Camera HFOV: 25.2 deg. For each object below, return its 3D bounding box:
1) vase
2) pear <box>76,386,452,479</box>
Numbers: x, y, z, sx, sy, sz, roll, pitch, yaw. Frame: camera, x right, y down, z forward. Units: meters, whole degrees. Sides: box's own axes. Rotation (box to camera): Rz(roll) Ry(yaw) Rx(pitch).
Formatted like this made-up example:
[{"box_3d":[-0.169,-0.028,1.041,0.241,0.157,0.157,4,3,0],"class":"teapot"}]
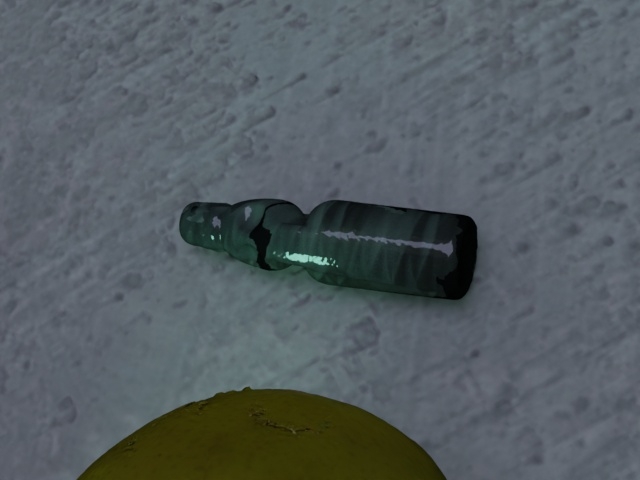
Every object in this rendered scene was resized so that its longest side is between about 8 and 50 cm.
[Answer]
[{"box_3d":[0.000,0.000,0.985,0.211,0.060,0.059,7,69,21],"class":"vase"},{"box_3d":[-0.044,0.247,0.775,0.285,0.285,0.336,34,89,26],"class":"pear"}]
